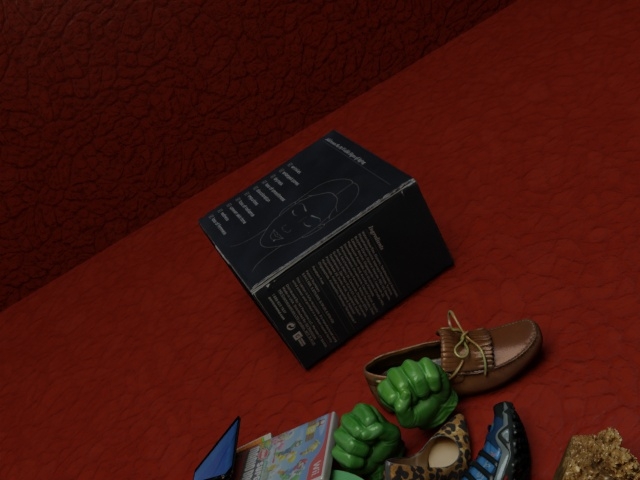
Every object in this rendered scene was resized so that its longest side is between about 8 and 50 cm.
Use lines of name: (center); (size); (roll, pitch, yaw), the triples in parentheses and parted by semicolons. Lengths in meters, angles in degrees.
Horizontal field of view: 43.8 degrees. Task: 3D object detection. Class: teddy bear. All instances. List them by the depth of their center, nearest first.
teddy bear: (0.421, 0.419, 1.255); (0.113, 0.338, 0.245); (25, 91, 17)

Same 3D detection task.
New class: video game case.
video game case: (-0.096, 0.473, 1.644); (0.285, 0.025, 0.204); (-27, 20, 20)

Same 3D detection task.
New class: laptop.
laptop: (-0.293, 0.507, 1.674); (0.234, 0.264, 0.137); (-54, 56, 31)

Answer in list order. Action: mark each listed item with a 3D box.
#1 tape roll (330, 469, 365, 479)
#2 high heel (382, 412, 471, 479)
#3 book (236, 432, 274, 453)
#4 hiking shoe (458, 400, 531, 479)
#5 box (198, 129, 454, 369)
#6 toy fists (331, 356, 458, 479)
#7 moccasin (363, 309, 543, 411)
tape roll: (-0.010, 0.587, 1.493); (0.321, 0.077, 0.321); (-22, 32, 14)
high heel: (0.204, 0.390, 1.489); (0.093, 0.186, 0.261); (-1, 42, 37)
book: (-0.163, 0.501, 1.777); (0.144, 0.035, 0.096); (-25, 34, 10)
hiking shoe: (0.303, 0.418, 1.439); (0.132, 0.113, 0.304); (-12, 36, 25)
box: (0.000, 0.000, 2.094); (0.471, 0.297, 0.480); (-36, 32, -7)
toy fists: (0.143, 0.353, 1.578); (0.279, 0.142, 0.096); (-44, 24, 3)
moccasin: (0.275, 0.242, 1.675); (0.380, 0.147, 0.139); (-17, 34, 20)
